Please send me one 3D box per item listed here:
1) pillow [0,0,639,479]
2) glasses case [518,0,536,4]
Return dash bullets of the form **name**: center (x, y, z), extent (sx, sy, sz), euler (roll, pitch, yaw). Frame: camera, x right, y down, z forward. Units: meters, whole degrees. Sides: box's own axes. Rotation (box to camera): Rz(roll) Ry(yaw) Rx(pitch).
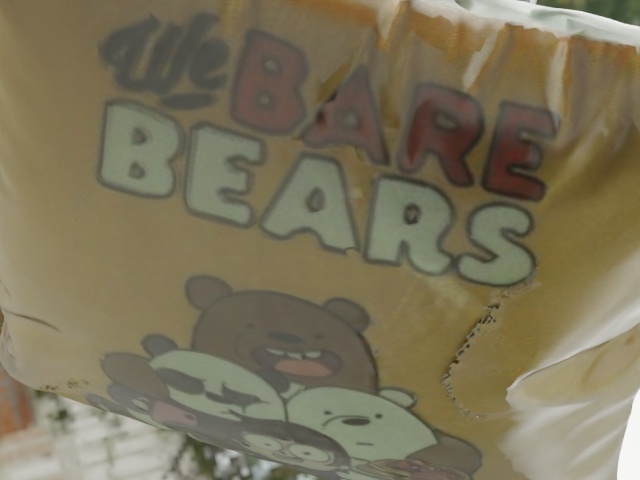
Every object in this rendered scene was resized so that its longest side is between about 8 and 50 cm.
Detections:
- **pillow**: center (0.000, 0.000, 0.670), extent (0.312, 0.310, 0.119), euler (98, 11, -51)
- **glasses case**: center (0.044, -0.060, 0.877), extent (0.267, 0.067, 0.103), euler (-63, 180, 30)
